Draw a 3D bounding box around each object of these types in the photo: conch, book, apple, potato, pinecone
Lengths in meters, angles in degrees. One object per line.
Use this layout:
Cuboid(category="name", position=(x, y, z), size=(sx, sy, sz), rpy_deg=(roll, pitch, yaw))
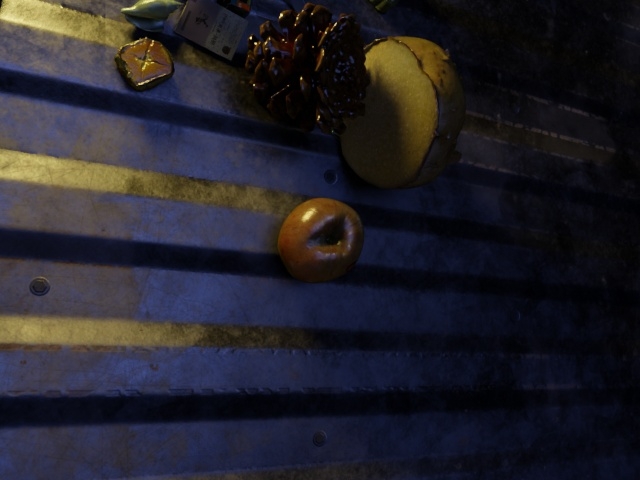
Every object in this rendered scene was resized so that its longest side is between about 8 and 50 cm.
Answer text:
Cuboid(category="conch", position=(-0.458, -0.628, 1.680), size=(0.180, 0.088, 0.065), rpy_deg=(-21, 51, -23))
Cuboid(category="book", position=(-0.311, -0.613, 1.748), size=(0.182, 0.014, 0.127), rpy_deg=(23, 102, -25))
Cuboid(category="apple", position=(0.000, 0.000, 1.776), size=(0.261, 0.194, 0.260), rpy_deg=(3, 83, -26))
Cuboid(category="potato", position=(0.295, -0.388, 1.871), size=(0.320, 0.386, 0.441), rpy_deg=(-15, 121, -42))
Cuboid(category="pinecone", position=(-0.059, -0.477, 1.723), size=(0.385, 0.384, 0.383), rpy_deg=(4, 82, -28))

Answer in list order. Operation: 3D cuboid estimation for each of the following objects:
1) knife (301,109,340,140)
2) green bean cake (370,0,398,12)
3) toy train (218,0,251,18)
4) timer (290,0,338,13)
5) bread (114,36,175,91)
Cuboid(category="knife", position=(0.016, -0.378, 1.929), size=(0.212, 0.015, 0.054), rpy_deg=(32, 70, -22))
Cuboid(category="green bean cake", position=(0.218, -0.893, 2.063), size=(0.183, 0.094, 0.185), rpy_deg=(46, 70, -18))
Cuboid(category="toy train", position=(-0.229, -0.857, 1.811), size=(0.089, 0.086, 0.408), rpy_deg=(13, 78, -32))
Cuboid(category="timer", position=(-0.077, -0.810, 1.852), size=(0.256, 0.175, 0.175), rpy_deg=(23, 72, -49))
Cuboid(category="bread", position=(-0.472, -0.478, 1.643), size=(0.140, 0.069, 0.127), rpy_deg=(-34, 100, -24))
